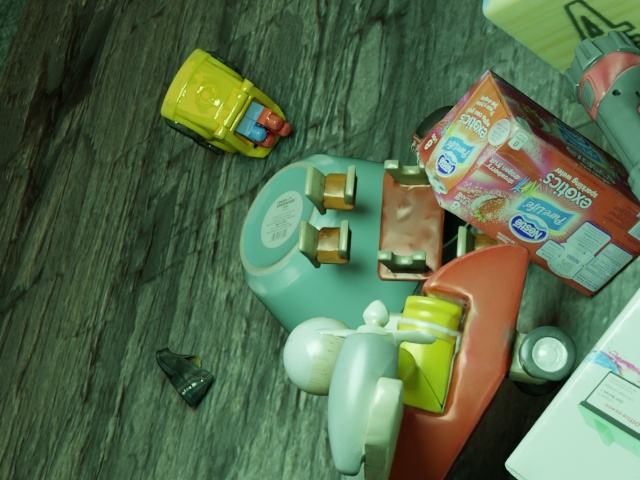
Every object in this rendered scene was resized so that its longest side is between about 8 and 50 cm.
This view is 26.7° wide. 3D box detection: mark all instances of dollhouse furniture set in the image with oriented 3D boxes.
[{"bbox_3d":[0.113,0.030,1.716,0.262,0.135,0.259,2,74,13],"label":"dollhouse furniture set"}]

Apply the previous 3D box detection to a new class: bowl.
[{"bbox_3d":[0.000,0.000,1.943,0.311,0.163,0.311,-33,42,37],"label":"bowl"}]

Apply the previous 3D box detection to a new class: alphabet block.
[{"bbox_3d":[0.346,-0.342,1.688,0.197,0.193,0.192,-21,50,48],"label":"alphabet block"}]

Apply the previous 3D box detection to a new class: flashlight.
[{"bbox_3d":[0.379,-0.123,1.554,0.103,0.103,0.304,-39,40,16],"label":"flashlight"}]

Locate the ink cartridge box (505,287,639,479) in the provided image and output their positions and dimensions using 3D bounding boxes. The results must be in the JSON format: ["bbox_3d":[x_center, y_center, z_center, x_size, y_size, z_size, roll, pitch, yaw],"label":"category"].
[{"bbox_3d":[0.318,0.132,1.300,0.278,0.117,0.201,-54,-15,11],"label":"ink cartridge box"}]

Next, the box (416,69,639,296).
[{"bbox_3d":[0.250,-0.061,1.526,0.128,0.257,0.122,-47,33,22],"label":"box"}]

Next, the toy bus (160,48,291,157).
[{"bbox_3d":[-0.135,-0.214,2.358,0.211,0.220,0.149,27,87,27],"label":"toy bus"}]

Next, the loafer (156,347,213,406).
[{"bbox_3d":[-0.222,0.215,2.224,0.061,0.062,0.170,-39,33,-7],"label":"loafer"}]

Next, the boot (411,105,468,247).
[{"bbox_3d":[0.148,-0.082,1.866,0.244,0.088,0.176,-51,28,-9],"label":"boot"}]

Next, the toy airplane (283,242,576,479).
[{"bbox_3d":[0.065,0.198,1.447,0.384,0.272,0.386,-44,-16,-53],"label":"toy airplane"}]
